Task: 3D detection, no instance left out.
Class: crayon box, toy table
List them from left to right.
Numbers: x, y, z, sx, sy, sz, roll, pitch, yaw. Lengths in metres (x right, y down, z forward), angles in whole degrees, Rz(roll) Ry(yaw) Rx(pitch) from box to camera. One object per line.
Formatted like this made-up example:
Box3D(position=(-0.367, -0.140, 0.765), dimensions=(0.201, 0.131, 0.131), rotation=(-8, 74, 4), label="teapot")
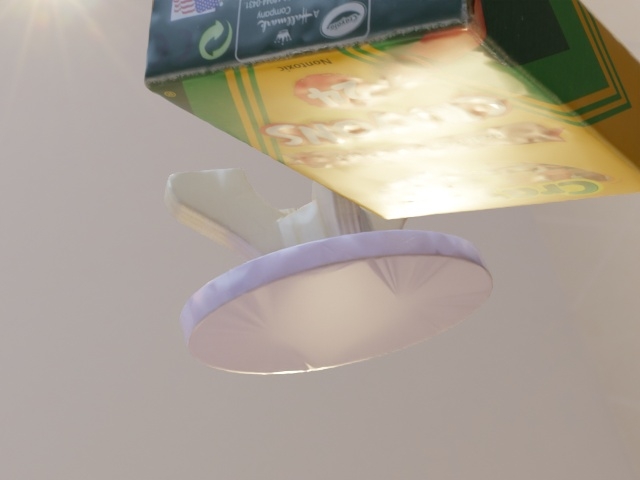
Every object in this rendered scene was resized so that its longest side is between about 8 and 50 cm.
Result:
Box3D(position=(0.000, 0.000, 1.235), dimensions=(0.274, 0.252, 0.161), rotation=(1, -127, -30), label="toy table")
Box3D(position=(0.073, -0.086, 0.845), dimensions=(0.318, 0.202, 0.081), rotation=(25, -116, -53), label="crayon box")
